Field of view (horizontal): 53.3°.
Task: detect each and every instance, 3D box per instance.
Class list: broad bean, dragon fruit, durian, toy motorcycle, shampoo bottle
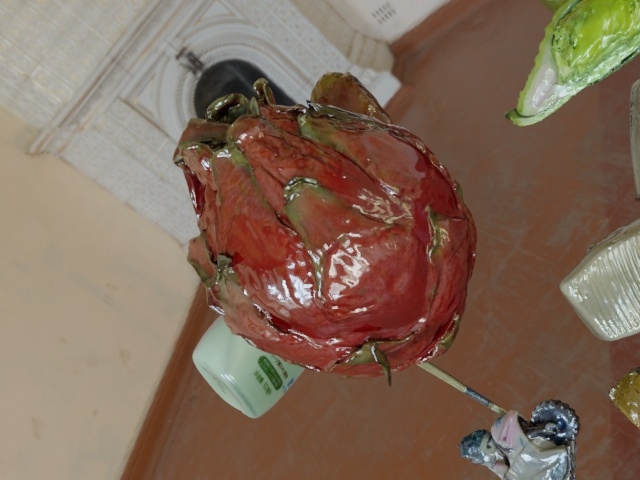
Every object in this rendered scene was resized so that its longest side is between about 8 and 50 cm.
[{"bbox_3d":[0.051,-0.227,1.213,0.122,0.156,0.229,-26,60,-24],"label":"broad bean"},{"bbox_3d":[0.000,0.000,0.560,0.244,0.298,0.244,-47,20,22],"label":"dragon fruit"},{"bbox_3d":[0.409,-0.307,0.932,0.375,0.106,0.132,-42,28,30],"label":"durian"},{"bbox_3d":[0.334,0.380,1.075,0.203,0.108,0.240,-2,85,27],"label":"toy motorcycle"},{"bbox_3d":[-0.073,0.160,1.246,0.151,0.222,0.349,14,51,45],"label":"shampoo bottle"}]

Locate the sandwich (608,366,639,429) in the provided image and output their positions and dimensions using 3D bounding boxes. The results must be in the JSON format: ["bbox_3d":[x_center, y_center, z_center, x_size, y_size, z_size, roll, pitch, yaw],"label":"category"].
[{"bbox_3d":[0.670,0.309,1.107,0.249,0.273,0.095,53,131,30],"label":"sandwich"}]

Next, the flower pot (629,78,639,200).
[{"bbox_3d":[0.980,-0.286,1.706,0.293,0.293,0.331,-12,83,53],"label":"flower pot"}]

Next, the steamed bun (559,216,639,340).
[{"bbox_3d":[0.814,0.070,1.593,0.383,0.247,0.236,-43,-11,28],"label":"steamed bun"}]

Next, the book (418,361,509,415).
[{"bbox_3d":[0.256,0.269,1.185,0.228,0.322,0.018,25,82,47],"label":"book"}]

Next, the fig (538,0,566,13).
[{"bbox_3d":[0.668,-0.667,1.564,0.316,0.316,0.316,-38,29,26],"label":"fig"}]
